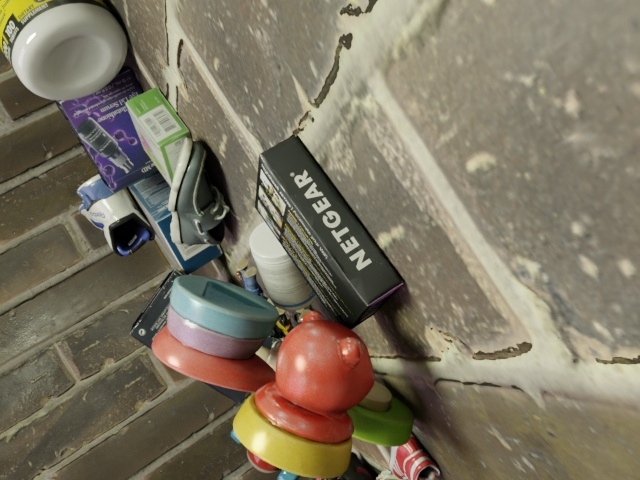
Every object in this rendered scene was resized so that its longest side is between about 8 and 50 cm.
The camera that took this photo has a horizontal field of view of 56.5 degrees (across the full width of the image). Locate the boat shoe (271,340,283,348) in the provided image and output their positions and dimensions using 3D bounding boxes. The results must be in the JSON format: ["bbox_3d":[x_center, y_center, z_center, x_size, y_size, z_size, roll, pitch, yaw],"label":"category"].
[{"bbox_3d":[-0.037,0.301,1.275,0.065,0.075,0.206,-21,97,30],"label":"boat shoe"}]

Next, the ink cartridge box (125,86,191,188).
[{"bbox_3d":[-0.278,-0.166,1.083,0.109,0.062,0.209,52,163,16],"label":"ink cartridge box"}]

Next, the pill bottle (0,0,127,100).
[{"bbox_3d":[-0.493,-0.419,1.027,0.334,0.188,0.188,53,163,17],"label":"pill bottle"}]

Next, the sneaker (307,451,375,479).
[{"bbox_3d":[0.052,0.528,1.170,0.202,0.185,0.483,49,161,16],"label":"sneaker"}]

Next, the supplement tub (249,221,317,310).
[{"bbox_3d":[-0.042,0.031,0.742,0.071,0.071,0.107,44,159,39],"label":"supplement tub"}]

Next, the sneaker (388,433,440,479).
[{"bbox_3d":[0.127,0.313,0.808,0.067,0.042,0.118,49,159,40],"label":"sneaker"}]

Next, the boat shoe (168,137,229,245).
[{"bbox_3d":[-0.205,-0.073,1.038,0.319,0.099,0.116,118,163,-64],"label":"boat shoe"}]

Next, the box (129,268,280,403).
[{"bbox_3d":[-0.288,0.226,1.445,0.294,0.182,0.296,35,167,-10],"label":"box"}]

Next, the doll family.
[{"bbox_3d":[-0.072,0.105,0.971,0.193,0.076,0.111,54,168,31],"label":"doll family"}]

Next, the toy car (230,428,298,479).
[{"bbox_3d":[-0.089,0.500,1.622,0.219,0.210,0.238,38,128,19],"label":"toy car"}]

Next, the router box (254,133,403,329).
[{"bbox_3d":[0.000,0.000,0.605,0.179,0.046,0.133,54,163,11],"label":"router box"}]

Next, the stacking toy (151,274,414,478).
[{"bbox_3d":[-0.021,0.125,0.701,0.309,0.130,0.279,25,-173,41],"label":"stacking toy"}]

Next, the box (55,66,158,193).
[{"bbox_3d":[-0.413,-0.225,1.212,0.108,0.153,0.207,30,149,57],"label":"box"}]

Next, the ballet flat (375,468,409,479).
[{"bbox_3d":[0.166,0.457,0.928,0.241,0.091,0.077,61,-166,3],"label":"ballet flat"}]

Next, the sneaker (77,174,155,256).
[{"bbox_3d":[-0.505,-0.041,1.481,0.182,0.127,0.315,60,163,1],"label":"sneaker"}]

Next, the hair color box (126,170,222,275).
[{"bbox_3d":[-0.377,-0.083,1.445,0.347,0.105,0.174,41,157,45],"label":"hair color box"}]

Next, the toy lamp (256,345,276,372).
[{"bbox_3d":[-0.074,0.186,0.908,0.275,0.080,0.080,21,158,4],"label":"toy lamp"}]
